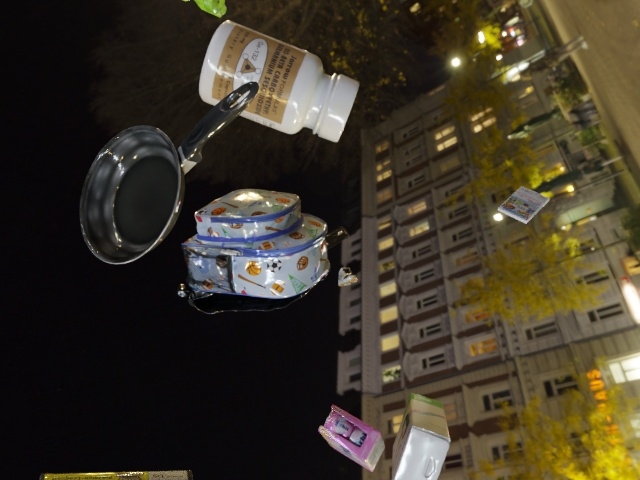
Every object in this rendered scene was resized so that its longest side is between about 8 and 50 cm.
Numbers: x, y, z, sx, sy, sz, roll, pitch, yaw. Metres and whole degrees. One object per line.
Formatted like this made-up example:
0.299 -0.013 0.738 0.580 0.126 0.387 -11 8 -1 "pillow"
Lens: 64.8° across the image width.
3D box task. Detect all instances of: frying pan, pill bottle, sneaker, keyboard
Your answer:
-0.222 -0.113 0.692 0.197 0.326 0.053 44 -169 29 "frying pan"
-0.063 -0.244 0.803 0.229 0.131 0.131 20 -140 -5 "pill bottle"
0.049 0.067 0.980 0.083 0.032 0.036 139 126 -74 "sneaker"
0.000 0.000 1.763 0.100 0.192 0.038 51 -169 -52 "keyboard"

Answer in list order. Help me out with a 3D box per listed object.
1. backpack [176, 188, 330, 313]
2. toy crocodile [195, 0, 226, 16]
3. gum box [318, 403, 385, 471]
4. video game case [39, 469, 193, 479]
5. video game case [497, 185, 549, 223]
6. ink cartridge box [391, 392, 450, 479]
-0.114 0.010 1.019 0.276 0.264 0.213 -51 -32 -56 "backpack"
-0.309 -0.643 1.203 0.115 0.105 0.340 26 -178 13 "toy crocodile"
0.067 0.407 1.034 0.062 0.107 0.188 -56 -24 -22 "gum box"
-0.379 0.533 0.896 0.248 0.274 0.035 10 -165 -23 "video game case"
0.564 -0.101 1.399 0.122 0.087 0.011 -37 -38 -26 "video game case"
0.232 0.475 1.182 0.212 0.093 0.154 -27 -46 -81 "ink cartridge box"
